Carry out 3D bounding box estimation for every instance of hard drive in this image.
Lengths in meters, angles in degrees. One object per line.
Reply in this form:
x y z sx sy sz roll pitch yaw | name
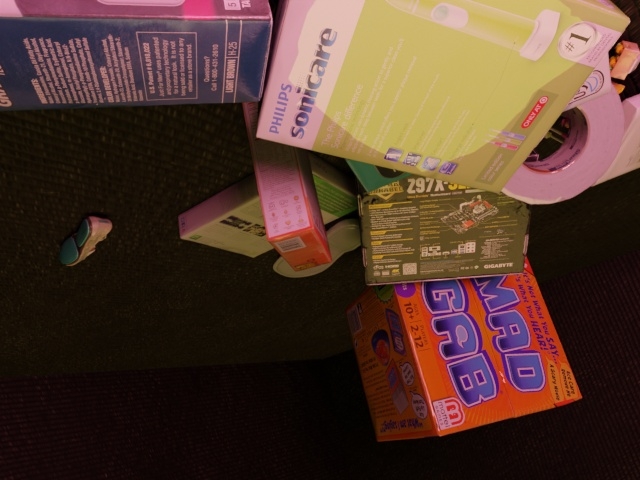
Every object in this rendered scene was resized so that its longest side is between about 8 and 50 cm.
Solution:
0.674 -0.229 0.930 0.307 0.040 0.203 -21 147 -9 | hard drive

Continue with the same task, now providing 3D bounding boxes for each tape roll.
0.357 -0.171 0.783 0.219 0.219 0.072 -16 -159 8 | tape roll

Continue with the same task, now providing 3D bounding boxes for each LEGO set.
0.467 -0.236 0.888 0.132 0.107 0.287 -48 153 -5 | LEGO set

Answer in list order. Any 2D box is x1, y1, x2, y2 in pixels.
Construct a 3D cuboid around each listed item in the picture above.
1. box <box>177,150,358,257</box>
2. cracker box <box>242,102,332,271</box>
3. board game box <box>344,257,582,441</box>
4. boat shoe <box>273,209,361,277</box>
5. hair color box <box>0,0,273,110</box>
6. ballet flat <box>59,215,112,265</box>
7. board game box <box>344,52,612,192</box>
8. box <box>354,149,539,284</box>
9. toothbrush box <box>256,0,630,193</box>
-0.095 -0.062 1.003 0.322 0.059 0.232 -23 157 26 | box
-0.048 -0.087 0.717 0.067 0.232 0.156 -14 159 6 | cracker box
0.311 0.263 1.196 0.356 0.356 0.356 -7 159 -18 | board game box
0.000 0.000 1.164 0.302 0.091 0.114 -27 135 36 | boat shoe
-0.226 -0.206 0.393 0.347 0.174 0.105 -7 159 -16 | hair color box
-0.459 0.006 0.958 0.168 0.057 0.052 -31 163 38 | ballet flat
0.152 -0.222 0.595 0.336 0.079 0.254 -22 136 20 | board game box
0.234 -0.045 0.943 0.321 0.079 0.257 -5 120 5 | box
0.096 -0.184 0.481 0.283 0.122 0.206 9 136 -14 | toothbrush box
